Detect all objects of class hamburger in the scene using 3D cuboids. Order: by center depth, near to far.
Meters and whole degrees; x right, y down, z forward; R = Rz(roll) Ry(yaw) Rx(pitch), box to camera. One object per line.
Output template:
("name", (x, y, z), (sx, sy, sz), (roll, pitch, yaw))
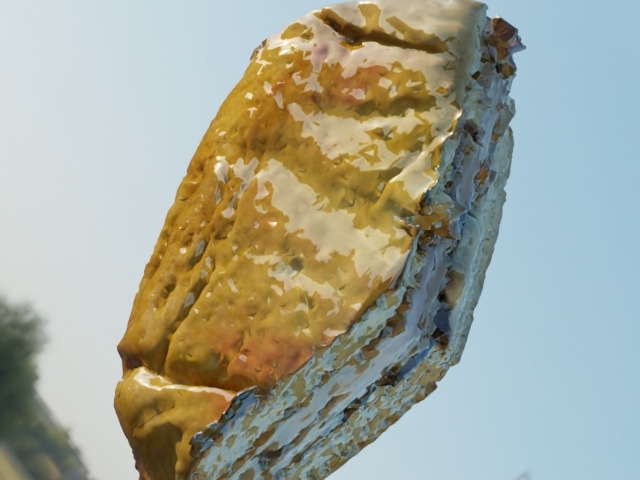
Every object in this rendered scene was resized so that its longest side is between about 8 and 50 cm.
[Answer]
("hamburger", (0.000, 0.000, 0.818), (0.245, 0.282, 0.155), (62, 2, 32))
